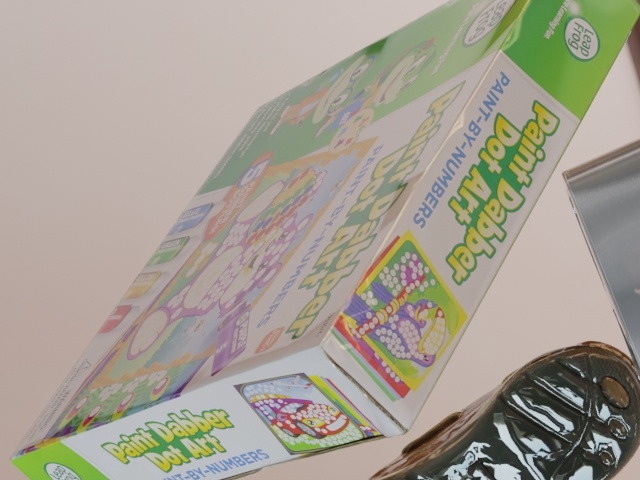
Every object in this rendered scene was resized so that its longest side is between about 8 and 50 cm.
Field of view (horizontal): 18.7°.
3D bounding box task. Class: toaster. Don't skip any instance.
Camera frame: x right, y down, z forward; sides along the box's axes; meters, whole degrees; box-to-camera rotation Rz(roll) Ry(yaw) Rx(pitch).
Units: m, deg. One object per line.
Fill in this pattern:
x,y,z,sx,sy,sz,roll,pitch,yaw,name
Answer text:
0.225,0.019,1.165,0.110,0.168,0.185,-22,174,6,toaster

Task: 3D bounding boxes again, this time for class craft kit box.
0.000,0.000,0.857,0.246,0.061,0.250,-21,-150,49,craft kit box

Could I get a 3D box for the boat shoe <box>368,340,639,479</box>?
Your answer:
0.108,0.187,1.408,0.324,0.123,0.120,-37,180,17,boat shoe
